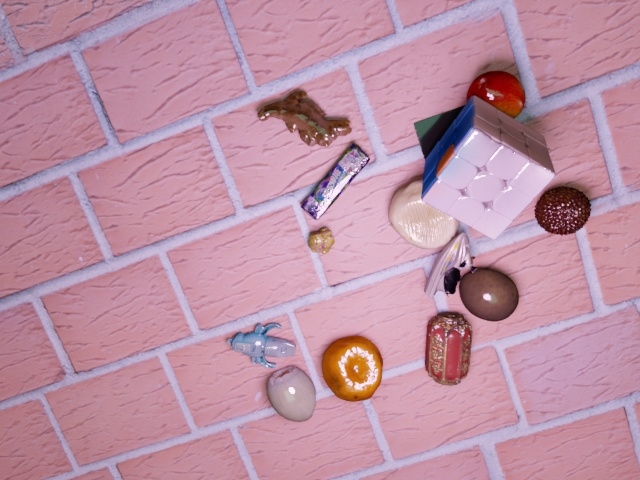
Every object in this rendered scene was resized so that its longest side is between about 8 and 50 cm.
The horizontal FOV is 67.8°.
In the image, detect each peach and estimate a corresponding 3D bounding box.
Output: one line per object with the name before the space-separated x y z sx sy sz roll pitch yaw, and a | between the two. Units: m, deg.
peach | 0.590 -0.490 1.621 0.197 0.197 0.198 0 101 3

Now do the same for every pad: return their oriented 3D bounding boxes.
pad | 0.512 -0.384 1.744 0.299 0.005 0.202 -19 99 6

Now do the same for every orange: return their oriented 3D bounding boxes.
orange | 0.118 0.490 1.839 0.248 0.183 0.249 0 82 -1

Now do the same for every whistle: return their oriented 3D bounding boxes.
whistle | -0.234 0.416 1.889 0.273 0.093 0.186 8 100 -2

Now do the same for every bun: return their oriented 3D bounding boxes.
bun | 0.377 -0.105 1.727 0.259 0.160 0.260 6 117 11

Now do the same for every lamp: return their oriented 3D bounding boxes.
lamp | 0.485 0.411 1.816 0.176 0.177 0.274 1 103 3

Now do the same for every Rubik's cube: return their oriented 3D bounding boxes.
Rubik's cube | 0.524 -0.236 1.534 0.291 0.292 0.290 28 127 -6

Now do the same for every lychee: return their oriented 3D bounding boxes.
lychee | 0.864 -0.103 1.696 0.187 0.188 0.188 0 101 3

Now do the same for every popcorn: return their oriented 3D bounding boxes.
popcorn | 0.001 0.000 1.797 0.096 0.109 0.089 10 67 -33

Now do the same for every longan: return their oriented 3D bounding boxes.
longan | 0.619 0.201 1.755 0.220 0.196 0.197 27 101 1

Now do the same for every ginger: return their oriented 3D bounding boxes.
ginger | -0.049 -0.440 1.728 0.332 0.080 0.166 26 86 4

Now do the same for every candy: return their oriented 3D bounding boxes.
candy | 0.056 -0.215 1.769 0.088 0.061 0.312 41 100 -2

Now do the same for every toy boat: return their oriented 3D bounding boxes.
toy boat | 0.478 0.100 1.726 0.140 0.141 0.270 27 128 -2

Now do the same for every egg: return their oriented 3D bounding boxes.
egg | -0.106 0.610 1.868 0.183 0.183 0.217 -24 92 7
